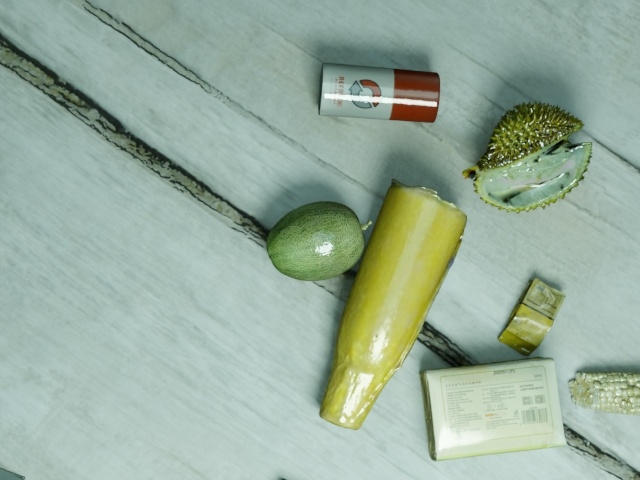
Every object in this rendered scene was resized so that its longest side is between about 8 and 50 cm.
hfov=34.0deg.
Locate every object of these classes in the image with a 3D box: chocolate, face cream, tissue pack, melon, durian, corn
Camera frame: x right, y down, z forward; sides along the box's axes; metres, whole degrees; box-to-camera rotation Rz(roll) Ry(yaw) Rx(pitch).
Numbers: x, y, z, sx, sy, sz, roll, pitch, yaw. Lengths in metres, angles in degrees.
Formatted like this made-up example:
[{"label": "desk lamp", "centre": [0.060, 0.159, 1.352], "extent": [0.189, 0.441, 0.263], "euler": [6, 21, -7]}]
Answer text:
[{"label": "chocolate", "centre": [0.117, 0.121, 1.853], "extent": [0.162, 0.162, 0.446], "euler": [22, 87, -1]}, {"label": "face cream", "centre": [0.105, -0.269, 1.909], "extent": [0.214, 0.096, 0.096], "euler": [4, 83, -4]}, {"label": "tissue pack", "centre": [0.301, 0.295, 1.842], "extent": [0.234, 0.125, 0.159], "euler": [-7, 83, -3]}, {"label": "melon", "centre": [0.000, 0.000, 1.849], "extent": [0.192, 0.139, 0.139], "euler": [-18, 85, 2]}, {"label": "durian", "centre": [0.356, -0.158, 1.887], "extent": [0.237, 0.193, 0.138], "euler": [-7, 42, -15]}, {"label": "corn", "centre": [0.559, 0.274, 1.882], "extent": [0.210, 0.087, 0.087], "euler": [3, 83, -5]}]

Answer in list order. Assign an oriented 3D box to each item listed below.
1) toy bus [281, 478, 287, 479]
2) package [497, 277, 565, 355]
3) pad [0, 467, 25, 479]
[{"label": "toy bus", "centre": [0.002, 0.469, 1.832], "extent": [0.165, 0.065, 0.047], "euler": [23, 83, -2]}, {"label": "package", "centre": [0.386, 0.140, 1.905], "extent": [0.071, 0.047, 0.131], "euler": [32, 81, -3]}, {"label": "pad", "centre": [-0.629, 0.441, 1.825], "extent": [0.190, 0.004, 0.127], "euler": [21, 82, -2]}]
